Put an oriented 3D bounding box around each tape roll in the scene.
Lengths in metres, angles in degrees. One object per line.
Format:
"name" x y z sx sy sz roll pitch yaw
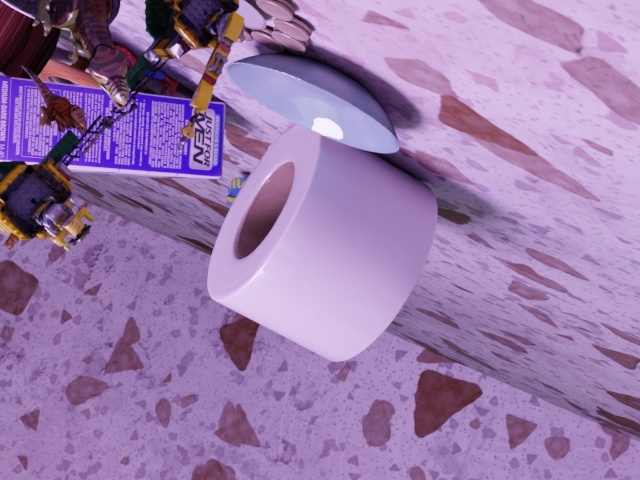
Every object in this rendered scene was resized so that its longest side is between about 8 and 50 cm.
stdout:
"tape roll" 0.000 0.000 1.445 0.169 0.246 0.246 30 171 -19

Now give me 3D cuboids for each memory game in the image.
"memory game" -0.091 -0.225 1.131 0.186 0.012 0.186 25 172 4

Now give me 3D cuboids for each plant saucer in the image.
"plant saucer" -0.001 -0.148 1.239 0.195 0.037 0.195 25 174 3

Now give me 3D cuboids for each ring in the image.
"ring" -0.308 -0.205 1.852 0.337 0.032 0.336 26 173 4

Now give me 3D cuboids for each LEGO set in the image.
"LEGO set" -0.182 -0.153 0.922 0.192 0.331 0.255 11 140 56

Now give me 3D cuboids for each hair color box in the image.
"hair color box" -0.309 -0.137 1.527 0.339 0.110 0.185 4 180 -40

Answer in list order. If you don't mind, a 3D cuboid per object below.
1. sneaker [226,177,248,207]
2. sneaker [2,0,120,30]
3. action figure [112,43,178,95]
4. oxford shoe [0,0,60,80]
"sneaker" -0.076 -0.069 1.923 0.078 0.067 0.188 6 -178 -34
"sneaker" -0.314 -0.293 1.135 0.300 0.111 0.121 34 177 -5
"action figure" -0.234 -0.219 1.550 0.115 0.030 0.038 35 173 -37
"oxford shoe" -0.404 -0.270 1.437 0.130 0.123 0.348 31 171 -1
